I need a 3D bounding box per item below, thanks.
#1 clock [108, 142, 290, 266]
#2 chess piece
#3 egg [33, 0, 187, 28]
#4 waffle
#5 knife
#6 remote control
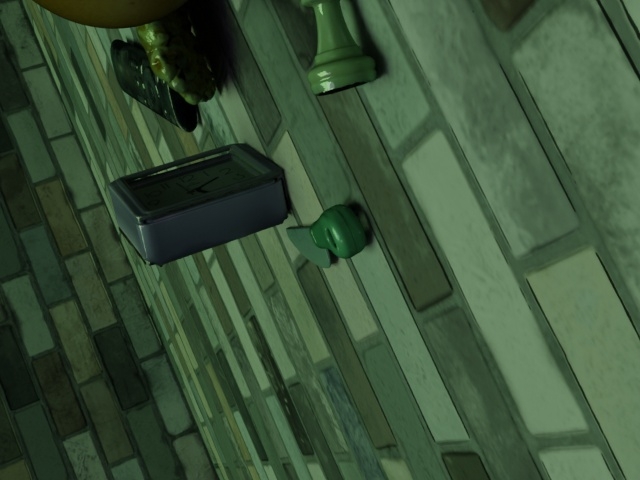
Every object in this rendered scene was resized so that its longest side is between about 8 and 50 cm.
[{"bbox_3d":[-0.153,-0.051,1.005,0.144,0.193,0.073,37,141,53],"label":"clock"},{"bbox_3d":[0.005,-0.198,0.660,0.059,0.059,0.149,7,112,68],"label":"chess piece"},{"bbox_3d":[-0.226,-0.366,0.790,0.322,0.250,0.250,65,160,13],"label":"egg"},{"bbox_3d":[-0.199,-0.273,1.002,0.204,0.054,0.223,-6,-106,-86],"label":"waffle"},{"bbox_3d":[0.001,0.001,0.912,0.063,0.034,0.260,63,166,-3],"label":"knife"},{"bbox_3d":[-0.291,-0.271,1.360,0.377,0.044,0.107,36,146,57],"label":"remote control"}]
